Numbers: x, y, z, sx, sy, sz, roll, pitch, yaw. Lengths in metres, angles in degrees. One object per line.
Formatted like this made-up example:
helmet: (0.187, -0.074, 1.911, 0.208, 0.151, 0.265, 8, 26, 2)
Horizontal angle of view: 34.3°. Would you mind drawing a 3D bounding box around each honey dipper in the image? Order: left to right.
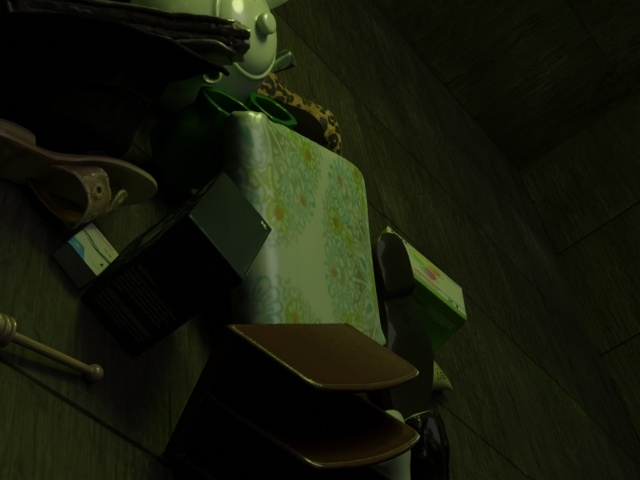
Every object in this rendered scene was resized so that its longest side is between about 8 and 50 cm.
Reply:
honey dipper: (-0.257, 0.099, 0.958, 0.160, 0.030, 0.030, 36, 27, -48)

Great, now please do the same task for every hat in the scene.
hat: (-0.259, -0.165, 1.177, 0.331, 0.331, 0.134, 7, 90, -65)

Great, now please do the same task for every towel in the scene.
towel: (-0.227, -0.256, 1.272, 0.187, 0.282, 0.049, -150, -112, -82)
towel: (-0.022, 0.022, 1.417, 0.374, 0.090, 0.321, 19, 61, -65)

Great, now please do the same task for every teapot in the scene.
teapot: (-0.147, -0.305, 1.534, 0.252, 0.187, 0.256, 19, 65, -58)

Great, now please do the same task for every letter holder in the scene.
letter holder: (0.020, 0.206, 1.130, 0.214, 0.152, 0.302, 30, 9, 24)

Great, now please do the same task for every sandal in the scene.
sandal: (-0.274, -0.050, 1.099, 0.240, 0.088, 0.079, 23, 46, -45)

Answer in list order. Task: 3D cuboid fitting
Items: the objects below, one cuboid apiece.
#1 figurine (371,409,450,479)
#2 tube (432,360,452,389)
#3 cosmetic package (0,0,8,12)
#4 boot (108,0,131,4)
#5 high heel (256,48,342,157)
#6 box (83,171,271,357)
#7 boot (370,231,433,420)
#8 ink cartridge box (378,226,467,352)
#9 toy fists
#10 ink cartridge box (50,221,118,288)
figurine: (0.131, 0.342, 1.413, 0.215, 0.092, 0.209, 18, 46, -59)
tube: (0.171, 0.220, 1.745, 0.240, 0.062, 0.070, 13, 81, -71)
cosmetic package: (-0.324, -0.509, 1.232, 0.327, 0.393, 0.329, 55, 19, -5)
boot: (-0.298, -0.391, 1.615, 0.198, 0.077, 0.137, 57, 9, -41)
high heel: (-0.060, -0.211, 1.897, 0.261, 0.093, 0.186, 62, 36, -9)
box: (-0.152, 0.023, 1.136, 0.093, 0.158, 0.156, 51, 19, -11)
boot: (0.095, 0.149, 1.616, 0.112, 0.115, 0.305, 3, 74, -49)
ink cartridge box: (0.156, 0.060, 1.862, 0.189, 0.097, 0.255, 39, 21, -13)
toy fists: (-0.143, -0.140, 1.457, 0.096, 0.142, 0.279, 42, 17, 11)
ink cartridge box: (-0.250, 0.012, 1.117, 0.048, 0.028, 0.083, 52, 19, -10)
